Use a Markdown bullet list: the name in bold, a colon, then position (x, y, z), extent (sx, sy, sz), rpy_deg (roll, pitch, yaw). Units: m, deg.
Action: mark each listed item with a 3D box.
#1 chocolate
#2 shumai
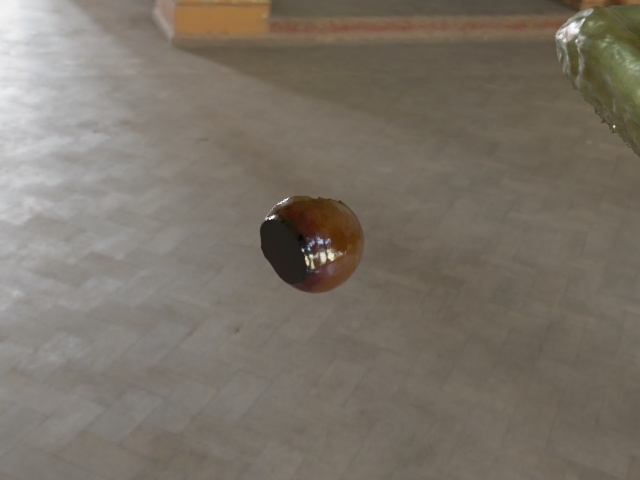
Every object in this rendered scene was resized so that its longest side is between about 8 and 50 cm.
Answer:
- **chocolate**: position (0.000, 0.000, 1.137), extent (0.133, 0.124, 0.127), rpy_deg (-26, 84, -33)
- **shumai**: position (0.486, -0.180, 0.961), extent (0.397, 0.323, 0.324), rpy_deg (38, 21, -21)
